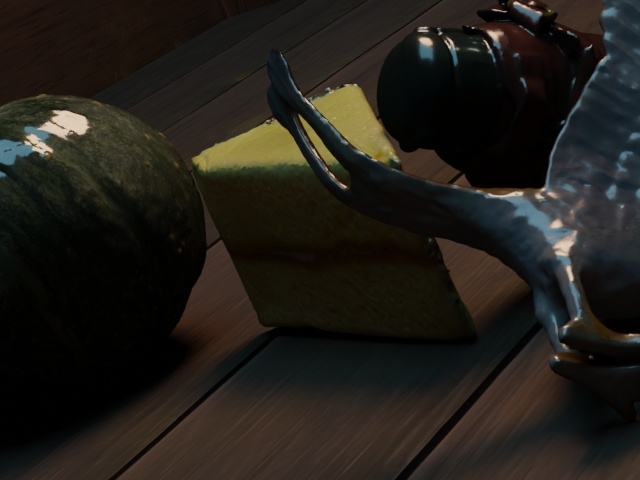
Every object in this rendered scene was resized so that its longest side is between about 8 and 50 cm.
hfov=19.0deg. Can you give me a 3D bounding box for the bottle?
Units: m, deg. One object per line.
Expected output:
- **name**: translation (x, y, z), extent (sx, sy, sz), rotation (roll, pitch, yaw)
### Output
- **bottle**: translation (0.172, -0.103, 1.402), extent (0.271, 0.156, 0.143), rotation (6, -17, -29)

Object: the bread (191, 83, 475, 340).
- **bread**: translation (0.002, 0.000, 1.450), extent (0.163, 0.167, 0.264), rotation (-25, 15, 3)

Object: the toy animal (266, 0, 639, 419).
- **toy animal**: translation (0.123, -0.025, 1.181), extent (0.284, 0.225, 0.302), rotation (-2, 40, -8)

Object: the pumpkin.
- **pumpkin**: translation (-0.258, 0.007, 1.646), extent (0.291, 0.257, 0.328), rotation (-40, 25, -17)
